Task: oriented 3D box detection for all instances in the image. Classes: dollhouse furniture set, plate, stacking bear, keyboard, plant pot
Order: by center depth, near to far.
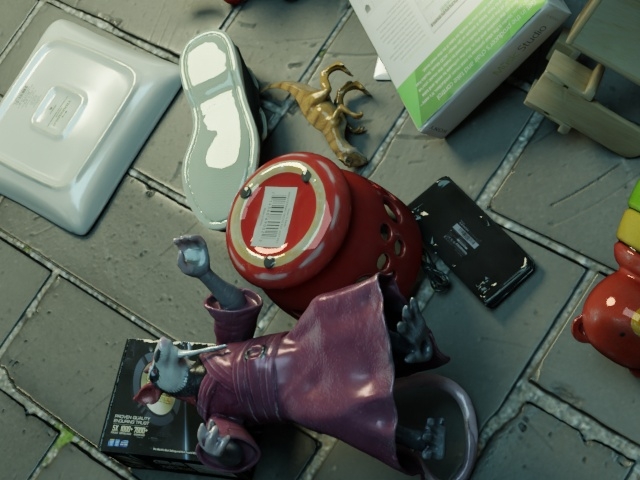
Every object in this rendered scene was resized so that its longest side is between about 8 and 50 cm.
[{"bbox_3d":[0.385,0.008,1.583,0.289,0.175,0.164,-57,14,4],"label":"stacking bear"},{"bbox_3d":[0.000,0.000,1.749,0.191,0.174,0.191,-14,63,28],"label":"plant pot"},{"bbox_3d":[0.420,-0.310,1.753,0.174,0.303,0.355,30,47,-1],"label":"dollhouse furniture set"},{"bbox_3d":[0.162,0.010,1.770,0.108,0.023,0.180,-40,54,-3],"label":"keyboard"},{"bbox_3d":[-0.361,-0.174,2.105,0.278,0.045,0.277,25,79,34],"label":"plate"}]

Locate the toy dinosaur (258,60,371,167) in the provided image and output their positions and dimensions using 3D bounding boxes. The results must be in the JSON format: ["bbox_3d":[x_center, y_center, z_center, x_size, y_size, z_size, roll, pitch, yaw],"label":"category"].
[{"bbox_3d":[-0.004,-0.180,1.920,0.112,0.064,0.211,-44,55,2],"label":"toy dinosaur"}]

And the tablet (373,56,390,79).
[{"bbox_3d":[0.111,-0.231,1.922,0.083,0.006,0.054,3,68,28],"label":"tablet"}]

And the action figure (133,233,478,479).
[{"bbox_3d":[-0.037,0.142,1.657,0.370,0.276,0.248,-5,69,30],"label":"action figure"}]

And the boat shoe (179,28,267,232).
[{"bbox_3d":[-0.116,-0.133,1.934,0.114,0.091,0.302,-14,59,19],"label":"boat shoe"}]

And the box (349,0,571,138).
[{"bbox_3d":[0.151,-0.319,1.860,0.232,0.058,0.322,-44,52,29],"label":"box"}]

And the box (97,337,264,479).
[{"bbox_3d":[-0.160,0.202,1.799,0.180,0.077,0.147,2,67,27],"label":"box"}]

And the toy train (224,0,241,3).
[{"bbox_3d":[-0.126,-0.413,2.078,0.248,0.105,0.143,0,56,26],"label":"toy train"}]
